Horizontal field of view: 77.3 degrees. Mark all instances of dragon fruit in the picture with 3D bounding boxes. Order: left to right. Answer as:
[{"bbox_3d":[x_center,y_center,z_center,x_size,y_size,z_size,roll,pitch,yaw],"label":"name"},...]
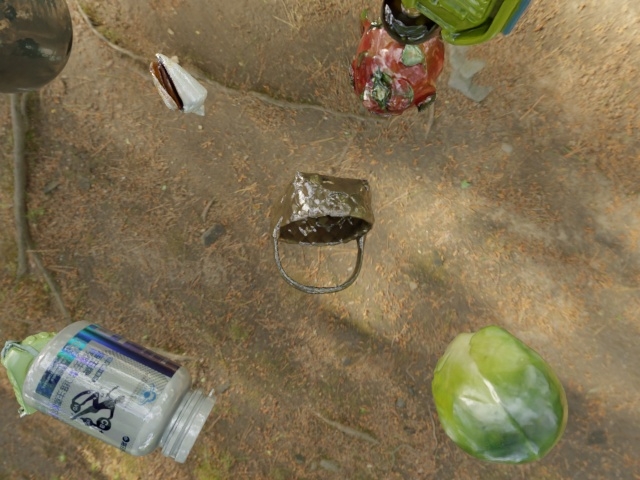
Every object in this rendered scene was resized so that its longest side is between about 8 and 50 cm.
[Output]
[{"bbox_3d":[0.154,-0.367,0.755,0.199,0.200,0.269,24,115,2],"label":"dragon fruit"}]

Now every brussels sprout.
[{"bbox_3d":[0.206,0.185,0.476,0.155,0.155,0.117,-33,113,14],"label":"brussels sprout"}]

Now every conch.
[{"bbox_3d":[-0.361,-0.391,1.020,0.105,0.094,0.176,-37,121,-2],"label":"conch"}]

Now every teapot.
[{"bbox_3d":[-0.489,-0.336,0.493,0.224,0.285,0.304,-1,114,-6],"label":"teapot"}]

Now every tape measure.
[{"bbox_3d":[-0.749,0.336,1.078,0.106,0.175,0.199,6,113,42],"label":"tape measure"}]

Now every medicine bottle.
[{"bbox_3d":[-0.226,0.180,0.472,0.192,0.107,0.106,27,105,-2],"label":"medicine bottle"}]

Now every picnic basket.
[{"bbox_3d":[0.000,0.000,1.151,0.293,0.337,0.336,4,104,-21],"label":"picnic basket"}]

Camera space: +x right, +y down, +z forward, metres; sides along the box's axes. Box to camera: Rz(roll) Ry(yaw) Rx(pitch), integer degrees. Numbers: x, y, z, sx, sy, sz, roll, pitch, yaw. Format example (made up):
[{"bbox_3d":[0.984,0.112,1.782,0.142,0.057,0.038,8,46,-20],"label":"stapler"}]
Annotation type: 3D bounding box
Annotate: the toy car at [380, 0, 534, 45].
[{"bbox_3d":[0.067,-0.261,0.272,0.248,0.200,0.142,39,93,2],"label":"toy car"}]
